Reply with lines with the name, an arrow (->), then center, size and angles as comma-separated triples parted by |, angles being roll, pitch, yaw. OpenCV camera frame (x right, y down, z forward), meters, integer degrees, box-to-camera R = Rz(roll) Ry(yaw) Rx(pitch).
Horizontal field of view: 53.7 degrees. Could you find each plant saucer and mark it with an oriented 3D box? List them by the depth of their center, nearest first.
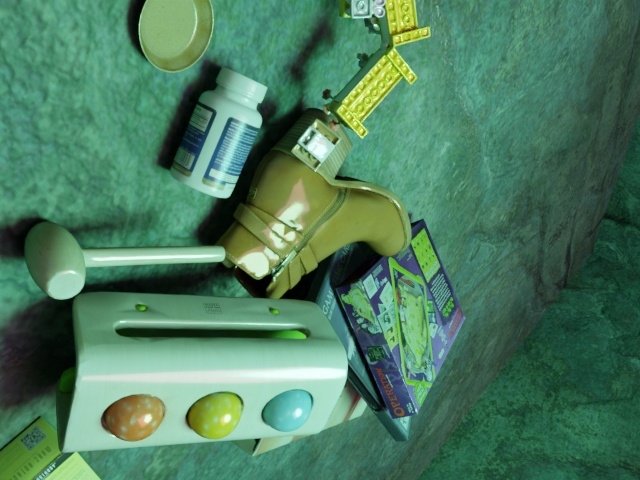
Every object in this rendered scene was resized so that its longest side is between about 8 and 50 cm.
plant saucer -> -0.132, -0.194, 0.567 | 0.083, 0.015, 0.083 | -37, 142, -35

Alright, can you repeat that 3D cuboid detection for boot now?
boot -> 0.000, 0.000, 0.813 | 0.220, 0.109, 0.283 | -58, 141, -16

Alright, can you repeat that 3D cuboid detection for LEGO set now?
LEGO set -> 0.036, -0.221, 0.711 | 0.132, 0.107, 0.286 | 2, 109, -25

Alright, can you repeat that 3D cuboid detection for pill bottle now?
pill bottle -> -0.100, -0.109, 0.638 | 0.067, 0.067, 0.120 | 9, 108, -59

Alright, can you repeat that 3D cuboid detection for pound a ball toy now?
pound a ball toy -> -0.126, 0.110, 0.624 | 0.319, 0.135, 0.208 | 6, 122, -29

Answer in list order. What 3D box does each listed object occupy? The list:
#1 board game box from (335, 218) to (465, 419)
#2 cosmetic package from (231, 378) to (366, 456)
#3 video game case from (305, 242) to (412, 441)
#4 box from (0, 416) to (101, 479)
board game box -> 0.143, 0.105, 1.010 | 0.056, 0.208, 0.347 | -25, -176, 28
cosmetic package -> -0.029, 0.199, 0.951 | 0.296, 0.129, 0.153 | 3, 111, -58
video game case -> 0.074, 0.137, 0.947 | 0.274, 0.026, 0.196 | 54, 33, -25
box -> -0.288, 0.297, 0.718 | 0.087, 0.058, 0.232 | -43, 146, -27
